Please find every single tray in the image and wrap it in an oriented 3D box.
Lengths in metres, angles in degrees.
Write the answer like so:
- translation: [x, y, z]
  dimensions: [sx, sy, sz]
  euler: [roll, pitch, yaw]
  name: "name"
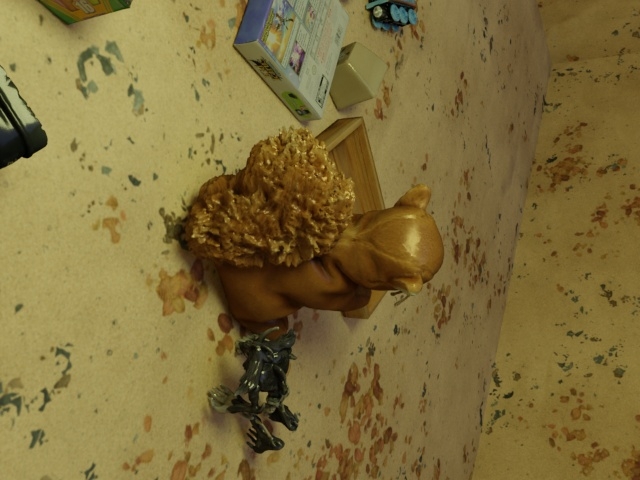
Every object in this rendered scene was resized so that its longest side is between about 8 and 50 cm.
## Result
- translation: [0.072, -0.049, 1.458]
  dimensions: [0.203, 0.076, 0.411]
  euler: [-47, 128, -47]
  name: "tray"

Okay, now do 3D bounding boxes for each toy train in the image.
- translation: [0.181, -0.593, 1.626]
  dimensions: [0.184, 0.080, 0.105]
  euler: [-18, 96, -54]
  name: "toy train"

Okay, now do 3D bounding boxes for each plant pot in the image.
- translation: [0.069, -0.374, 1.427]
  dimensions: [0.096, 0.109, 0.109]
  euler: [47, 51, -32]
  name: "plant pot"

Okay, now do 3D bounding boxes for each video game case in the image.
- translation: [-0.047, -0.418, 1.273]
  dimensions: [0.244, 0.061, 0.270]
  euler: [43, 55, -51]
  name: "video game case"

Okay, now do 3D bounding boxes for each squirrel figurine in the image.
- translation: [0.000, 0.000, 1.060]
  dimensions: [0.397, 0.370, 0.281]
  euler: [42, 56, -50]
  name: "squirrel figurine"

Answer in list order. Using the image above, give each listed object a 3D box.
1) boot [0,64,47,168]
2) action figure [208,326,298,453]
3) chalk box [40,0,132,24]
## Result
- translation: [-0.427, -0.141, 0.631]
  dimensions: [0.207, 0.094, 0.246]
  euler: [-42, 108, -35]
  name: "boot"
- translation: [-0.113, 0.245, 1.108]
  dimensions: [0.164, 0.140, 0.276]
  euler: [-51, 147, -42]
  name: "action figure"
- translation: [-0.323, -0.389, 0.770]
  dimensions: [0.213, 0.132, 0.132]
  euler: [43, 56, -49]
  name: "chalk box"
